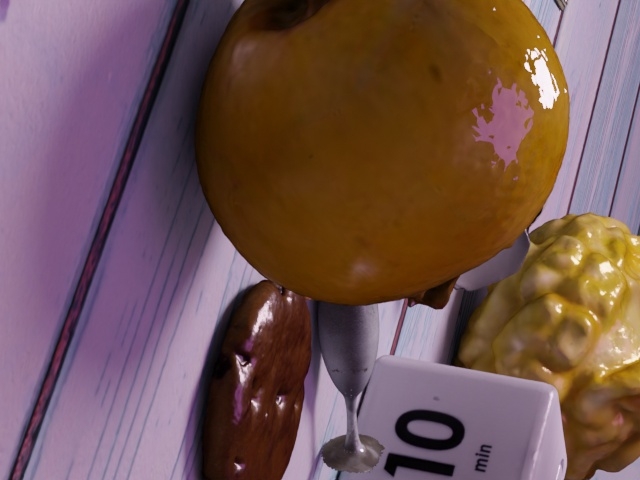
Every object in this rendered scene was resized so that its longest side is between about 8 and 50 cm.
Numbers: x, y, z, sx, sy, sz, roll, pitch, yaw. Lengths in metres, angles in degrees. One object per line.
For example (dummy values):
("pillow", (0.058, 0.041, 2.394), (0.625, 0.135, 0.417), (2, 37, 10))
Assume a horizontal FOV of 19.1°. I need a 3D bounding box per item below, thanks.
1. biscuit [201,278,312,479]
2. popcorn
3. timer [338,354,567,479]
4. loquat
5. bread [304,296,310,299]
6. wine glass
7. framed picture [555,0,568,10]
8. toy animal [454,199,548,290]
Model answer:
("biscuit", (-0.049, 0.134, 1.562), (0.212, 0.036, 0.212), (10, 90, -74))
("popcorn", (0.339, 0.140, 2.329), (0.349, 0.381, 0.349), (-60, 166, -24))
("timer", (0.137, 0.253, 1.970), (0.194, 0.195, 0.192), (74, 30, -57))
("loquat", (0.043, -0.076, 1.365), (0.275, 0.274, 0.275), (9, 90, -73))
("bread", (0.000, 0.000, 1.668), (0.109, 0.080, 0.084), (-156, -117, -65))
("wine glass", (0.027, 0.119, 1.768), (0.066, 0.066, 0.198), (-56, 149, -54))
("framed picture", (0.335, -0.415, 2.574), (0.142, 0.011, 0.183), (27, 74, -73))
("toy animal", (0.175, -0.049, 2.062), (0.166, 0.138, 0.179), (-65, 177, 19))
